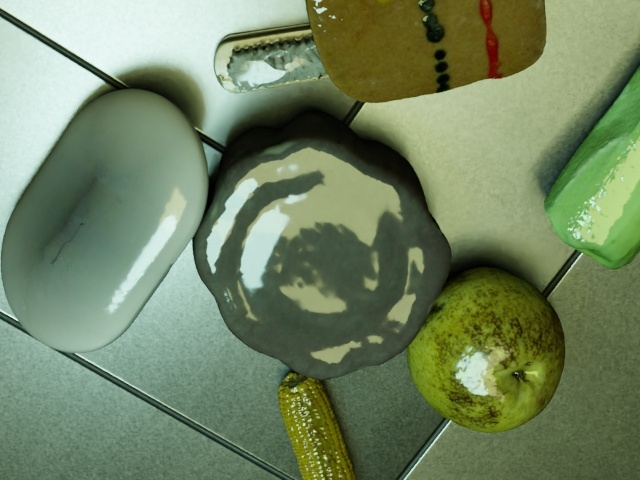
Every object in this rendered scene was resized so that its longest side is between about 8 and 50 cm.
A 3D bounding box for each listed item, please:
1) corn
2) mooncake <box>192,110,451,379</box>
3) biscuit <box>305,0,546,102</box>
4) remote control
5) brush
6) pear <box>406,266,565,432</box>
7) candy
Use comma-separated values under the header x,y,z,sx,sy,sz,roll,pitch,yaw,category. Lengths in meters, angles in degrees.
x,y,z,sx,sy,sz,roll,pitch,yaw,category
-0.002,0.260,2.181,0.068,0.068,0.207,-14,110,4,corn
0.000,0.000,2.027,0.306,0.154,0.306,-1,114,-2,mooncake
0.120,-0.278,1.906,0.277,0.052,0.262,-10,125,-8,biscuit
-0.254,-0.022,2.002,0.221,0.103,0.332,47,109,28,remote control
0.038,-0.219,1.989,0.327,0.065,0.070,-9,110,1,brush
0.200,0.137,2.073,0.197,0.197,0.197,-1,112,-1,pear
0.400,-0.123,2.001,0.142,0.132,0.343,35,108,2,candy
